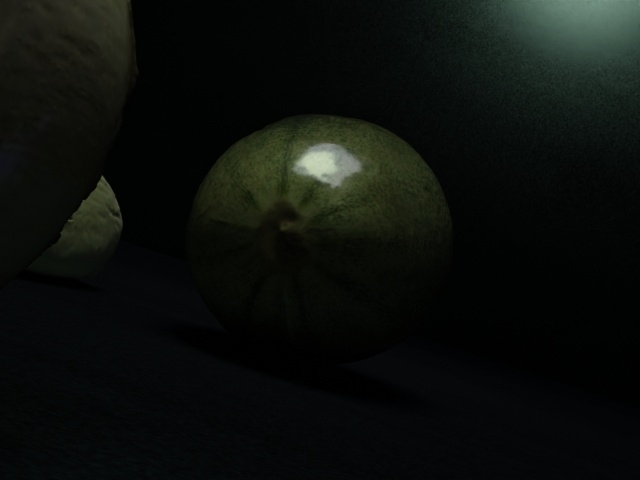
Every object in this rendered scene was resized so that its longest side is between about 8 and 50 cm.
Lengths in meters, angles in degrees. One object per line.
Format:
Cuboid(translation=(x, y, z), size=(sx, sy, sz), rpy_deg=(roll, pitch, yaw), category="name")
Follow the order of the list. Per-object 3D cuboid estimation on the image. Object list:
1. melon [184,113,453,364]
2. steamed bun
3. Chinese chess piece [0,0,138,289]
Cuboid(translation=(0.000, 0.000, 1.204), size=(0.248, 0.248, 0.329), rpy_deg=(17, 6, 11), category="melon")
Cuboid(translation=(-0.303, -0.049, 1.292), size=(0.170, 0.152, 0.239), rpy_deg=(18, 2, 20), category="steamed bun")
Cuboid(translation=(-0.208, -0.081, 0.547), size=(0.257, 0.257, 0.104), rpy_deg=(17, -14, 20), category="Chinese chess piece")
